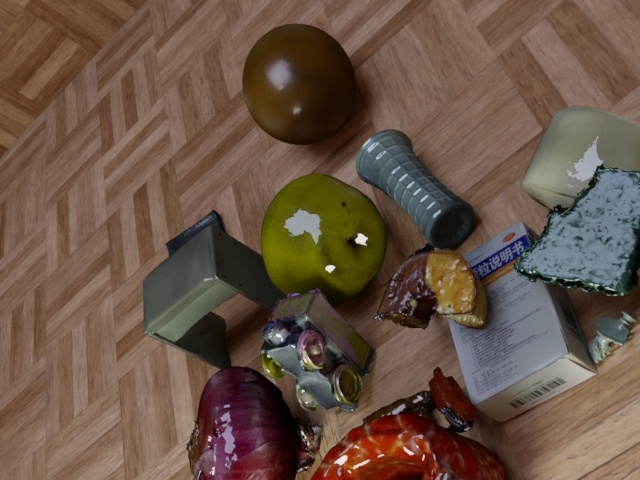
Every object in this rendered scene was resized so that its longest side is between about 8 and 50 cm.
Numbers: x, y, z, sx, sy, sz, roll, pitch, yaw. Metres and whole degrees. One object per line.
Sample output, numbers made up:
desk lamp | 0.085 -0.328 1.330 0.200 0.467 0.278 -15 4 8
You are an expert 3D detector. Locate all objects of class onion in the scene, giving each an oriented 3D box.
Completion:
onion | -0.128 0.425 1.806 0.347 0.285 0.347 177 90 -80

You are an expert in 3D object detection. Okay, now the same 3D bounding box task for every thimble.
thimble | 0.143 0.472 1.479 0.350 0.231 0.350 -27 49 35

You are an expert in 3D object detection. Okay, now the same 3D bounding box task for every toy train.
toy train | -0.004 0.227 1.797 0.134 0.261 0.177 -16 37 41

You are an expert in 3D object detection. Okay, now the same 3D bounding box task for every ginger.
ginger | 0.148 0.350 1.680 0.162 0.073 0.103 -37 43 23

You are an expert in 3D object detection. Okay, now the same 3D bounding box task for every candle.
candle | 0.226 0.282 1.525 0.059 0.084 0.301 -31 4 2

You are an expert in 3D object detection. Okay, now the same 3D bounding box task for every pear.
pear | 0.000 0.000 1.924 0.294 0.294 0.294 -27 48 33

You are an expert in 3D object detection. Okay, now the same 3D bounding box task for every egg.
egg | -0.055 -0.393 2.234 0.282 0.282 0.351 -43 31 18

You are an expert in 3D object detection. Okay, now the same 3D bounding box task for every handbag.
handbag | -0.319 0.042 2.397 0.175 0.089 0.270 -35 43 14

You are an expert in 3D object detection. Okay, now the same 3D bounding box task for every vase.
vase | 0.203 -0.105 1.888 0.143 0.143 0.299 -49 42 11

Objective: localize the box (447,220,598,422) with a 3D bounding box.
box | 0.340 0.143 1.589 0.200 0.106 0.299 -35 42 26

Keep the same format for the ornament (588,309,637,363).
ornament | 0.481 0.156 1.478 0.092 0.041 0.068 -34 41 28

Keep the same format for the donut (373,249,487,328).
donut | 0.216 0.096 1.602 0.217 0.085 0.141 -1 65 48

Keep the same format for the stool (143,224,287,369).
stool | -0.238 0.139 2.083 0.244 0.270 0.170 -37 42 24

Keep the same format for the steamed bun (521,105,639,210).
steamed bun | 0.479 -0.131 1.582 0.250 0.155 0.200 21 80 53

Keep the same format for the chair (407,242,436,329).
chair | 0.221 0.081 1.795 0.084 0.101 0.212 -37 5 23

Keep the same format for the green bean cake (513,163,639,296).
green bean cake | 0.432 -0.020 1.449 0.193 0.107 0.208 13 93 31
